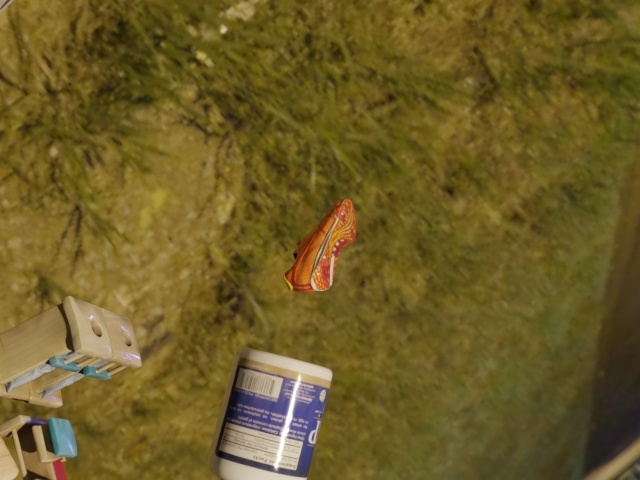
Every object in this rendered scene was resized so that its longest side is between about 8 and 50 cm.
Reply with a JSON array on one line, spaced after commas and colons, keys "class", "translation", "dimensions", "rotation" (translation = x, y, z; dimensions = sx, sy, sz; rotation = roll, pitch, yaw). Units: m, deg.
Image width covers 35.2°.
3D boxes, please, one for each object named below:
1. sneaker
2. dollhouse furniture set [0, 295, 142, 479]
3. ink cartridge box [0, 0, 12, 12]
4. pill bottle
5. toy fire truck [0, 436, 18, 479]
[{"class": "sneaker", "translation": [0.000, 0.000, 1.341], "dimensions": [0.175, 0.067, 0.064], "rotation": [-57, 137, -46]}, {"class": "dollhouse furniture set", "translation": [-0.276, 0.183, 1.133], "dimensions": [0.129, 0.183, 0.129], "rotation": [-26, 156, 14]}, {"class": "ink cartridge box", "translation": [-0.197, -0.184, 0.408], "dimensions": [0.045, 0.206, 0.208], "rotation": [-47, -164, -21]}, {"class": "pill bottle", "translation": [-0.061, 0.218, 1.100], "dimensions": [0.112, 0.112, 0.186], "rotation": [38, 66, -71]}, {"class": "toy fire truck", "translation": [-0.193, 0.136, 0.502], "dimensions": [0.192, 0.135, 0.047], "rotation": [33, 134, -29]}]
